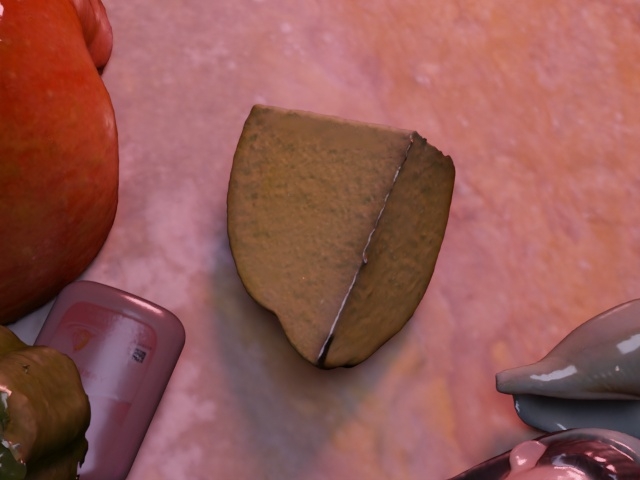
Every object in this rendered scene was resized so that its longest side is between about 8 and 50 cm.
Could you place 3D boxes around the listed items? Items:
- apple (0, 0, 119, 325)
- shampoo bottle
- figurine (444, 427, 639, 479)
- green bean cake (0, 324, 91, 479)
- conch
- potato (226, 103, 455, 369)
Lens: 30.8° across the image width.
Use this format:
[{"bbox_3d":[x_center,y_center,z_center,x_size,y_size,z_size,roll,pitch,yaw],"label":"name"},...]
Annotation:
[{"bbox_3d":[-0.239,-0.101,0.662,0.251,0.163,0.293,-14,69,-11],"label":"apple"},{"bbox_3d":[-0.139,0.105,0.644,0.080,0.040,0.165,21,64,2],"label":"shampoo bottle"},{"bbox_3d":[0.079,0.178,0.601,0.245,0.110,0.138,-11,102,-7],"label":"figurine"},{"bbox_3d":[-0.231,0.129,0.548,0.200,0.113,0.214,17,93,7],"label":"green bean cake"},{"bbox_3d":[0.190,0.076,0.686,0.180,0.088,0.065,-16,25,-6],"label":"conch"},{"bbox_3d":[0.000,0.000,0.705,0.120,0.081,0.149,16,79,35],"label":"potato"}]
